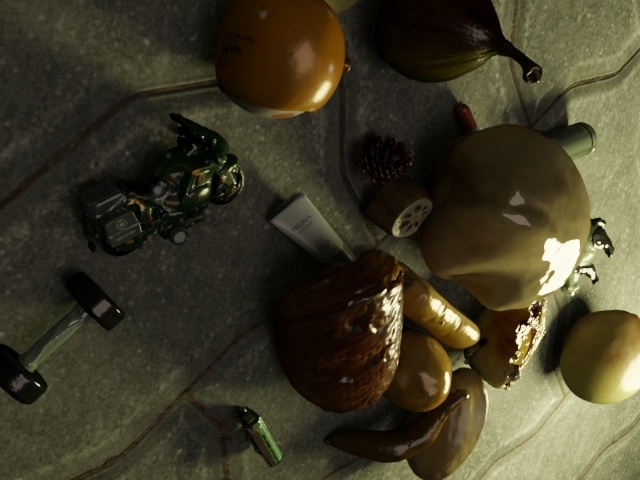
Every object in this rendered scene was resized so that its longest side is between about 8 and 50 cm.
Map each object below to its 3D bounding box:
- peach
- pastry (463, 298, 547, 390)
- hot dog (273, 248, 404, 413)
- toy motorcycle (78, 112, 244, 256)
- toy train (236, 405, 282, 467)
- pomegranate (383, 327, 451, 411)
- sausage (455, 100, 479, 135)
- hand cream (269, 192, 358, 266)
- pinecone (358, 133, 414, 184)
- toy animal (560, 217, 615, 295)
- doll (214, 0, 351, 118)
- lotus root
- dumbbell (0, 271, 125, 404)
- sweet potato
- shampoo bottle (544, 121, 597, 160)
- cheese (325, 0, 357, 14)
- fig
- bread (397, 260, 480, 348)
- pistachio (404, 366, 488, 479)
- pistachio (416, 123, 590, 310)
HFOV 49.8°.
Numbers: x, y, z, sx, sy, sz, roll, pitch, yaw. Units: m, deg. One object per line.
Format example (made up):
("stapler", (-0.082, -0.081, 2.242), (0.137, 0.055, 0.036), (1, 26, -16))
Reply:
("peach", (0.851, 0.342, 2.025), (0.292, 0.247, 0.292), (-14, 133, -15))
("pastry", (0.456, 0.239, 1.726), (0.255, 0.170, 0.237), (-66, 154, -8))
("hot dog", (0.051, 0.173, 1.331), (0.267, 0.174, 0.387), (-20, 137, -16))
("toy motorcycle", (-0.239, -0.086, 1.043), (0.275, 0.125, 0.187), (-32, 135, -25))
("toy train", (-0.125, 0.390, 1.374), (0.038, 0.071, 0.147), (-37, 128, -21))
("pomegranate", (0.195, 0.283, 1.528), (0.196, 0.196, 0.196), (-17, 119, -33))
("sausage", (0.344, -0.210, 1.518), (0.034, 0.034, 0.253), (-46, 130, -14))
("hand cream", (0.000, 0.000, 1.318), (0.079, 0.048, 0.255), (-44, 134, 2))
("pinecone", (0.123, -0.150, 1.312), (0.102, 0.109, 0.102), (-15, 115, -33))
("toy animal", (0.721, 0.048, 1.898), (0.121, 0.094, 0.225), (5, 115, -30))
("doll", (-0.037, -0.286, 1.054), (0.236, 0.213, 0.213), (-8, 114, -39))
("lotus root", (0.157, -0.066, 1.378), (0.112, 0.081, 0.122), (6, 127, -47))
("dumbbell", (-0.395, 0.144, 1.028), (0.191, 0.100, 0.100), (-45, 131, -15))
("sweet potato", (0.188, 0.440, 1.563), (0.346, 0.079, 0.108), (-20, 107, -4))
("shampoo bottle", (0.550, -0.215, 1.647), (0.263, 0.085, 0.085), (-21, 121, -31))
("cheese", (0.064, -0.462, 1.170), (0.255, 0.050, 0.127), (-28, 123, -29))
("fig", (0.252, -0.345, 1.189), (0.217, 0.321, 0.217), (-34, 146, -27))
("bread", (0.243, 0.154, 1.526), (0.091, 0.142, 0.305), (-44, 133, 9))
("pistachio", (0.301, 0.441, 1.672), (0.162, 0.182, 0.292), (13, 100, -67))
("pistachio", (0.383, -0.042, 1.456), (0.365, 0.281, 0.445), (-26, 122, 8))
